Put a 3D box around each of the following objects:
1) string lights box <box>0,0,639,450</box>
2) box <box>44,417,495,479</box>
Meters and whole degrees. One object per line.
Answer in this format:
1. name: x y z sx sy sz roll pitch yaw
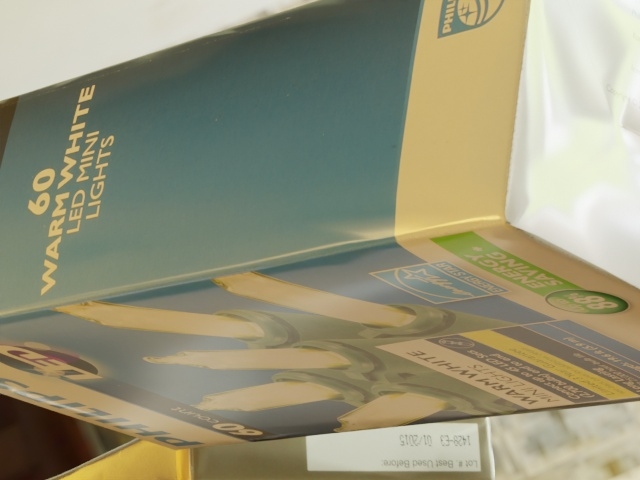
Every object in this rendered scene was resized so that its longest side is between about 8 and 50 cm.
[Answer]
1. string lights box: 0.000 0.000 0.568 0.133 0.076 0.260 24 -25 -39
2. box: -0.040 0.111 0.874 0.136 0.036 0.225 3 -16 -27
